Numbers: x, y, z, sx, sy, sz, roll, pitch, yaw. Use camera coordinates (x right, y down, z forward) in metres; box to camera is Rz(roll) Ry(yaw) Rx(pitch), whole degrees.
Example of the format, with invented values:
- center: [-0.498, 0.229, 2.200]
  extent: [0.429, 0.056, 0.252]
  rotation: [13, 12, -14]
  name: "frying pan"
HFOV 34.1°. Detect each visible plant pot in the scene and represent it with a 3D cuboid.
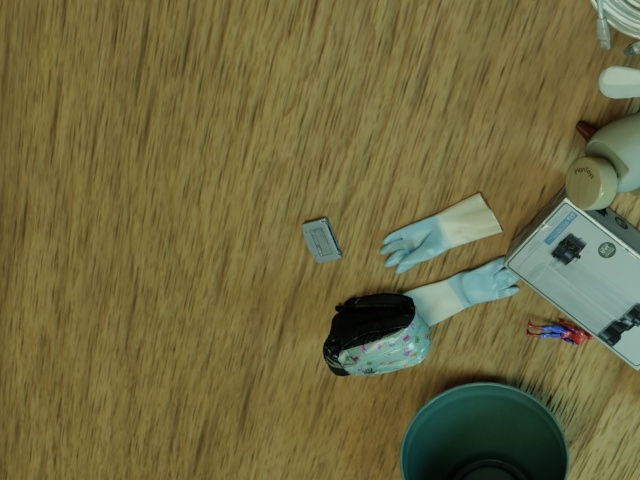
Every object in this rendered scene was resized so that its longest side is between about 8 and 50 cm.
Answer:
- center: [0.300, 0.433, 1.884]
  extent: [0.293, 0.293, 0.196]
  rotation: [6, 144, 18]
  name: "plant pot"

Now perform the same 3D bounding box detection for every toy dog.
- center: [0.480, -0.194, 1.546]
  extent: [0.334, 0.220, 0.161]
  rotation: [-47, 55, 28]
  name: "toy dog"

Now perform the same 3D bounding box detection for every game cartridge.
- center: [0.000, 0.000, 1.908]
  extent: [0.056, 0.017, 0.083]
  rotation: [-14, 110, 23]
  name: "game cartridge"

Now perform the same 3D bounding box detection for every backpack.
- center: [0.108, 0.173, 1.893]
  extent: [0.182, 0.152, 0.115]
  rotation: [-17, 125, 25]
  name: "backpack"

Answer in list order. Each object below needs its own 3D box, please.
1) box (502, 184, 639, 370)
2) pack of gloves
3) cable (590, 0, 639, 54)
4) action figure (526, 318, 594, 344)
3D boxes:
- center: [0.467, 0.056, 1.711]
  extent: [0.290, 0.087, 0.169]
  rotation: [39, 120, -2]
  name: "box"
- center: [0.225, 0.048, 1.829]
  extent: [0.232, 0.046, 0.195]
  rotation: [-25, 104, 30]
  name: "pack of gloves"
- center: [0.492, -0.410, 1.465]
  extent: [0.257, 0.089, 0.257]
  rotation: [-13, 110, 25]
  name: "cable"
- center: [0.420, 0.160, 1.822]
  extent: [0.115, 0.030, 0.038]
  rotation: [10, 124, 11]
  name: "action figure"
